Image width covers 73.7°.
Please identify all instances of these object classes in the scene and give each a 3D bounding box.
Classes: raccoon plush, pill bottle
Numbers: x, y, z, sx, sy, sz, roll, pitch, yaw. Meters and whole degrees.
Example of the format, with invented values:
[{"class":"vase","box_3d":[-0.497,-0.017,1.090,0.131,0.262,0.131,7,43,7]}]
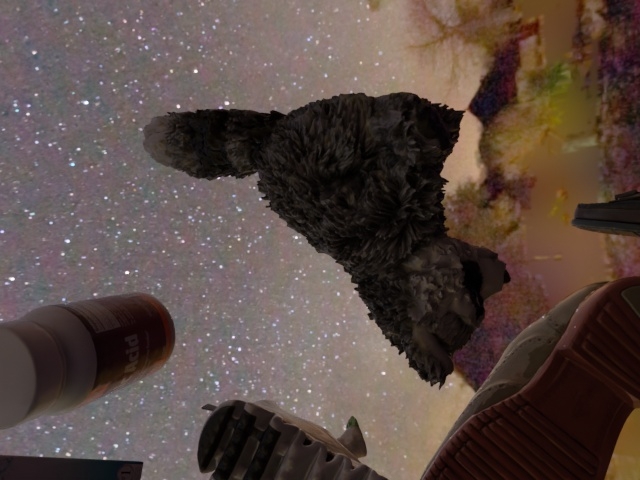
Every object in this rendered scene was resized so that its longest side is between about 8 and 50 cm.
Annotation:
[{"class":"raccoon plush","box_3d":[0.000,0.000,0.541,0.216,0.446,0.300,-2,-85,-66]},{"class":"pill bottle","box_3d":[-0.525,0.244,0.944,0.392,0.223,0.224,0,-95,-74]}]

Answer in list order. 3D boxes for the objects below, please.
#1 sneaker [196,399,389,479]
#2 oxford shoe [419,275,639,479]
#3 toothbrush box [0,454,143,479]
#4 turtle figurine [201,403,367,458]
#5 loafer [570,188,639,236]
[{"class":"sneaker","box_3d":[0.017,0.256,0.438,0.110,0.292,0.118,-58,-17,-2]},{"class":"oxford shoe","box_3d":[0.252,0.211,0.511,0.140,0.397,0.146,46,179,6]},{"class":"toothbrush box","box_3d":[-0.452,0.458,0.660,0.295,0.126,0.217,38,-139,-46]},{"class":"turtle figurine","box_3d":[-0.071,0.379,0.758,0.274,0.266,0.198,176,86,-73]},{"class":"loafer","box_3d":[0.488,-0.042,0.565,0.096,0.267,0.084,6,-88,-46]}]
